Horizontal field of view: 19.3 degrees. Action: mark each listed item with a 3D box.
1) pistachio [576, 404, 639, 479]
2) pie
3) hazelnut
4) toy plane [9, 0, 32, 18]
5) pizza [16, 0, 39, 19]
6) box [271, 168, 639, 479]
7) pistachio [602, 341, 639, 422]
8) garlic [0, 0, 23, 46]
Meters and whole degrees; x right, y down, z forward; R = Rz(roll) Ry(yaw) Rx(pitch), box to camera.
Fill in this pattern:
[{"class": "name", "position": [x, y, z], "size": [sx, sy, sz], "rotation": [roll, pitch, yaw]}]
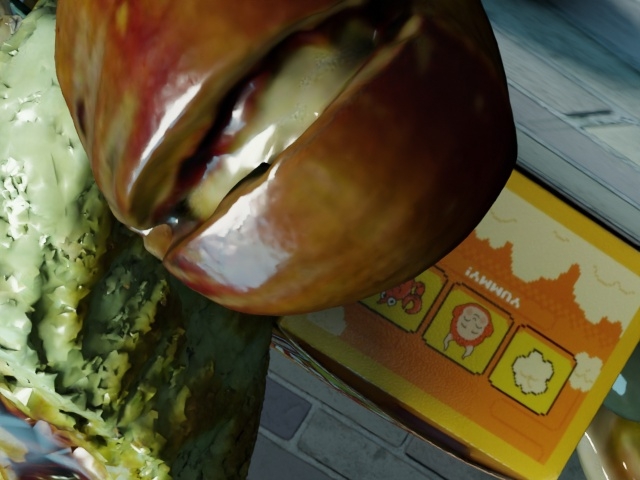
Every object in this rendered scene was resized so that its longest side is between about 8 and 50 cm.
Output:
[{"class": "pistachio", "position": [0.372, 0.221, 1.750], "size": [0.318, 0.214, 0.193], "rotation": [43, 128, -16]}, {"class": "pie", "position": [-0.118, -0.013, 1.197], "size": [0.180, 0.395, 0.418], "rotation": [6, 127, 6]}, {"class": "hazelnut", "position": [-0.024, -0.082, 0.924], "size": [0.251, 0.217, 0.217], "rotation": [52, 179, 10]}, {"class": "toy plane", "position": [-0.169, -0.145, 1.912], "size": [0.381, 0.106, 0.155], "rotation": [29, -170, -43]}, {"class": "pizza", "position": [-0.272, -0.204, 2.148], "size": [0.127, 0.058, 0.246], "rotation": [30, 173, 21]}, {"class": "box", "position": [0.081, 0.039, 1.518], "size": [0.259, 0.214, 0.283], "rotation": [31, 175, -15]}, {"class": "pistachio", "position": [0.274, 0.098, 1.570], "size": [0.113, 0.113, 0.149], "rotation": [27, 170, 41]}, {"class": "garlic", "position": [-0.453, -0.266, 1.913], "size": [0.281, 0.203, 0.185], "rotation": [15, -129, -52]}]
